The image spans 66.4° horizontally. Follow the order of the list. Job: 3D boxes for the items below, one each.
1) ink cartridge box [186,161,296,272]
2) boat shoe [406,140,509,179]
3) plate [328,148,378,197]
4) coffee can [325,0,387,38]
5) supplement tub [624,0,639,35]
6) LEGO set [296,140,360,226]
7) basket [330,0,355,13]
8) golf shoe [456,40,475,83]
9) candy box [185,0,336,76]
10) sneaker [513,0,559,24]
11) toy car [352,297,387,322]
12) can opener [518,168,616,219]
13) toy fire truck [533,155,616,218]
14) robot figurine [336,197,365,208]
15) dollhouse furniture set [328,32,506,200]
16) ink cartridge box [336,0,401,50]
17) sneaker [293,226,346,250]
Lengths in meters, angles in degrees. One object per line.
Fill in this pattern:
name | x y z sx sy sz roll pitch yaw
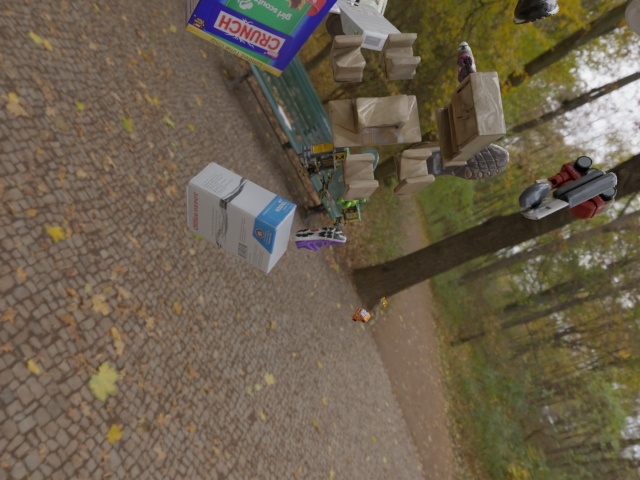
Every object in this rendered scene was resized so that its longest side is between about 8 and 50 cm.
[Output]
ink cartridge box | -0.250 -0.070 1.521 0.129 0.308 0.223 -54 167 -39
boat shoe | 0.409 -0.261 1.508 0.116 0.325 0.123 -86 176 -57
plate | 0.090 -0.207 1.447 0.024 0.188 0.188 43 24 -30
coffee can | 0.154 -0.912 1.860 0.201 0.202 0.275 35 69 -62
supplement tub | 0.705 -0.504 0.964 0.117 0.190 0.117 37 -6 5
LEGO set | 0.025 -0.200 1.769 0.331 0.192 0.254 58 26 -65
basket | -0.024 -0.986 1.618 0.328 0.331 0.266 2 43 -29
golf shoe | 0.546 -0.663 1.833 0.186 0.068 0.085 49 43 -65
candy box | -0.131 -0.580 1.145 0.268 0.317 0.122 16 54 -33
sneaker | 0.543 -0.650 1.251 0.124 0.107 0.283 64 34 -31
toy car | 0.153 0.215 1.568 0.060 0.122 0.040 15 -48 50
can opener | 0.682 -0.142 1.357 0.095 0.284 0.076 68 -8 -27
toy fire truck | 0.912 -0.181 1.795 0.158 0.246 0.217 67 1 -61
robot figurine | 0.100 -0.155 1.551 0.101 0.115 0.067 40 -16 -7
dollhouse furniture set | 0.218 -0.294 1.249 0.256 0.394 0.361 128 -43 -81
ink cartridge box | 0.133 -0.634 1.443 0.181 0.056 0.224 -5 47 -35
sneaker | 0.000 0.000 1.586 0.068 0.170 0.071 -74 160 -54
